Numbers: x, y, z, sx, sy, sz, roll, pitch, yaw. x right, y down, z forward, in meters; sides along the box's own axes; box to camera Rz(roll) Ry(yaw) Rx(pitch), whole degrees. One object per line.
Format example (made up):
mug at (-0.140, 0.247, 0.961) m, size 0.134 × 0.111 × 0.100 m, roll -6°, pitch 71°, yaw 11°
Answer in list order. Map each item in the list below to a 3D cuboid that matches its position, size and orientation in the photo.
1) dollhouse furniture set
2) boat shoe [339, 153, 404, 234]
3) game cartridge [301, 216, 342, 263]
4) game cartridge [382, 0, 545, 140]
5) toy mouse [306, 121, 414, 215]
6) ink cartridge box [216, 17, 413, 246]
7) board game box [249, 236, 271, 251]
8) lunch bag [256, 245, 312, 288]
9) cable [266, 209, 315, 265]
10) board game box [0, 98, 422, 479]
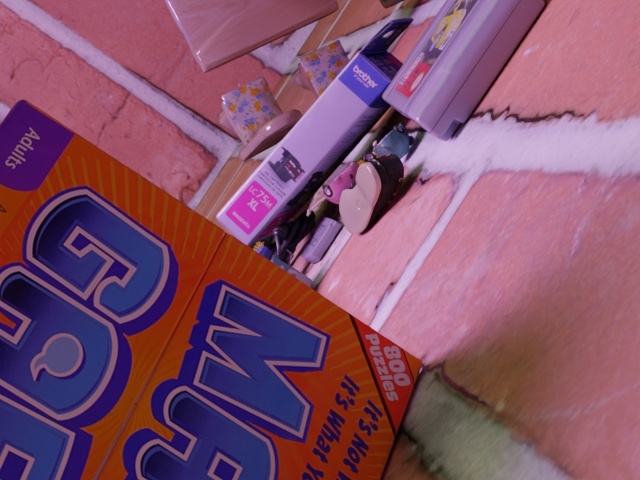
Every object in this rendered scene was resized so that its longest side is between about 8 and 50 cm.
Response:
dollhouse furniture set at (-0.012, -0.372, 2.359) m, size 0.394 × 0.362 × 0.256 m, roll -28°, pitch -4°, yaw -21°
boat shoe at (0.053, -0.046, 1.785) m, size 0.042 × 0.049 × 0.133 m, roll -22°, pitch -18°, yaw -24°
game cartridge at (0.000, 0.000, 1.985) m, size 0.056 × 0.017 × 0.083 m, roll -53°, pitch 8°, yaw -1°
game cartridge at (0.149, -0.206, 1.798) m, size 0.196 × 0.060 × 0.294 m, roll -52°, pitch 9°, yaw 4°
toy mouse at (0.054, -0.080, 1.850) m, size 0.161 × 0.031 × 0.143 m, roll -41°, pitch -1°, yaw -16°
ink cartridge box at (0.014, -0.131, 2.049) m, size 0.311 × 0.065 × 0.186 m, roll -51°, pitch -5°, yaw 13°
board game box at (-0.092, 0.031, 2.256) m, size 0.259 × 0.030 × 0.136 m, roll -67°, pitch -1°, yaw -50°
lunch bag at (-0.104, 0.120, 1.885) m, size 0.219 × 0.090 × 0.176 m, roll -49°, pitch 8°, yaw 34°
cable at (-0.069, 0.039, 2.064) m, size 0.184 × 0.047 × 0.150 m, roll -59°, pitch -1°, yaw 31°
board game box at (-0.204, 0.200, 1.237) m, size 0.356 × 0.356 × 0.356 m, roll -48°, pitch 12°, yaw 44°
